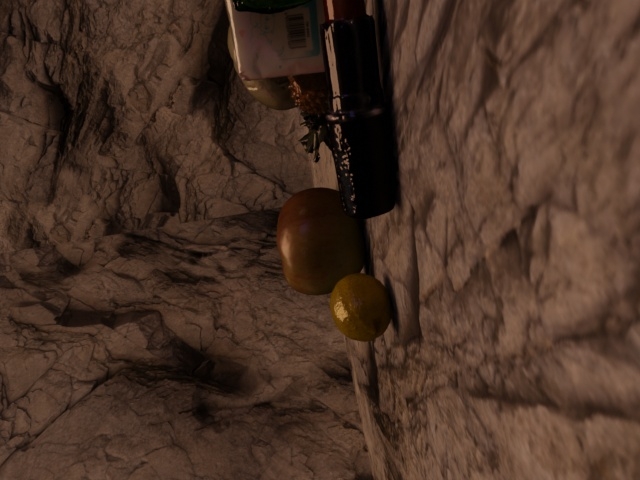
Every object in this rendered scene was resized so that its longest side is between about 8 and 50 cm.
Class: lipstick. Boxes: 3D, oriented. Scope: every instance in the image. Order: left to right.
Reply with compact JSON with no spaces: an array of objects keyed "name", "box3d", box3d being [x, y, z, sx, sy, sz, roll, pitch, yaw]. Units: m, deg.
[{"name":"lipstick","box3d":[0.043,-0.171,0.582,0.081,0.081,0.299,-103,3,-65]}]

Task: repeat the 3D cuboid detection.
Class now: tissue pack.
[{"name":"tissue pack","box3d":[-0.063,-0.420,0.780,0.124,0.201,0.271,-95,-2,-55]}]

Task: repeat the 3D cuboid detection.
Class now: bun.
[{"name":"bun","box3d":[-0.089,-0.469,1.160,0.287,0.146,0.287,19,-117,-42]}]

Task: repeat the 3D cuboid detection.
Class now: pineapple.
[{"name":"pineapple","box3d":[-0.002,-0.286,1.060,0.130,0.119,0.277,35,167,12]}]

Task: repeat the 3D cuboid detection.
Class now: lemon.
[{"name":"lemon","box3d":[0.070,0.114,0.823,0.109,0.109,0.133,82,169,-45]}]

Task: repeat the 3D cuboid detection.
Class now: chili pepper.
[{"name":"chili pepper","box3d":[-0.016,-0.365,0.631,0.279,0.122,0.065,10,129,56]}]

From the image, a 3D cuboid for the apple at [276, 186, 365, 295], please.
[{"name":"apple","box3d":[0.000,0.000,1.080,0.261,0.194,0.261,173,90,-88]}]
